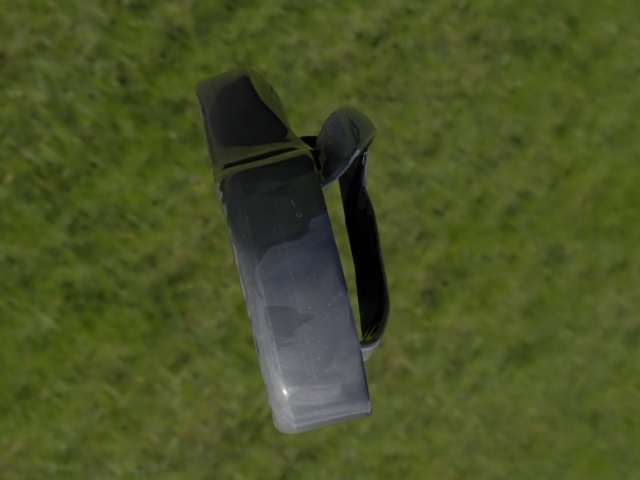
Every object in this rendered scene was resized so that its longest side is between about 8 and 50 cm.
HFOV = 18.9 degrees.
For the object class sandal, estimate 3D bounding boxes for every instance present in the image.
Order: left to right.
[{"bbox_3d":[0.000,0.001,0.589,0.054,0.254,0.097,-14,104,-2],"label":"sandal"}]
